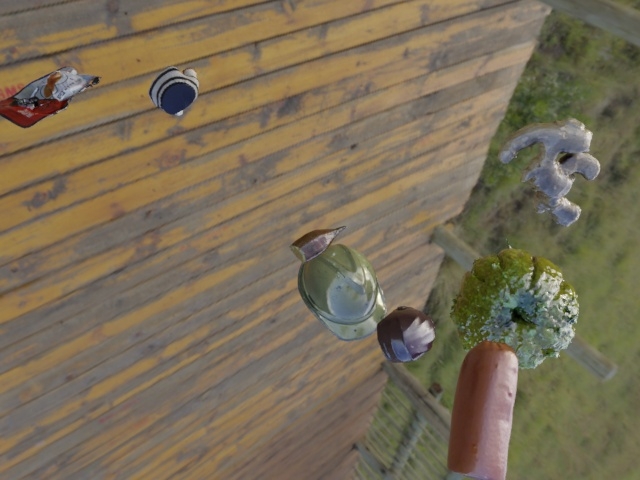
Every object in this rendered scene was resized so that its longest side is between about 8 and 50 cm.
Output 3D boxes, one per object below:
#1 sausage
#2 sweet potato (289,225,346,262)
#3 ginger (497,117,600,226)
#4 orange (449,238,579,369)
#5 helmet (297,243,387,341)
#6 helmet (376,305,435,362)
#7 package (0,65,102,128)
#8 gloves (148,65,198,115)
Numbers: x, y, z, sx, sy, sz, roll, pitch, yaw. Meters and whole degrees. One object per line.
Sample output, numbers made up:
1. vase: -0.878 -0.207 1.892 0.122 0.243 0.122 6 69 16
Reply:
1. sausage: 0.304 0.312 1.085 0.113 0.114 0.259 50 49 -59
2. sweet potato: 0.000 0.000 1.103 0.117 0.049 0.049 -29 146 -14
3. ginger: 0.432 -0.116 1.040 0.149 0.065 0.258 -28 129 24
4. orange: 0.462 0.170 1.406 0.301 0.300 0.223 -37 180 11
5. helmet: 0.064 0.101 1.407 0.204 0.257 0.137 -31 162 -25
6. helmet: 0.163 0.166 1.034 0.123 0.098 0.070 -24 -177 -34
7. package: -0.710 -0.378 1.512 0.269 0.194 0.071 -51 143 -32
8. gloves: -0.423 -0.433 1.650 0.131 0.218 0.140 16 111 -38
